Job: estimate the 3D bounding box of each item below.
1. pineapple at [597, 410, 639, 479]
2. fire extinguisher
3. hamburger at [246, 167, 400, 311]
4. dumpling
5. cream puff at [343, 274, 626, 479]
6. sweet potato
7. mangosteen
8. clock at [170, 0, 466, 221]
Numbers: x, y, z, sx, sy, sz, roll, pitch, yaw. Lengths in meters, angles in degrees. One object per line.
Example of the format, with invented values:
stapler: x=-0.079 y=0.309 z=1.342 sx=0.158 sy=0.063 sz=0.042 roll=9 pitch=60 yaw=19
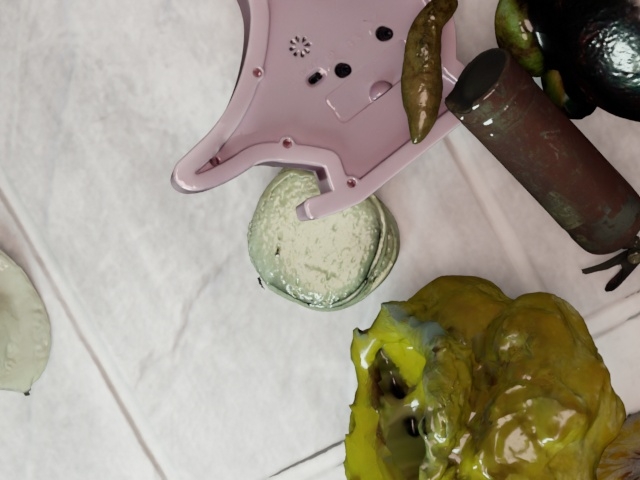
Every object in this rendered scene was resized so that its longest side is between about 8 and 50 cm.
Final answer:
pineapple: x=0.358 y=0.311 z=1.397 sx=0.263 sy=0.262 sz=0.271 roll=-26 pitch=109 yaw=9
fire extinguisher: x=0.210 y=-0.053 z=1.370 sx=0.089 sy=0.072 sz=0.268 roll=-34 pitch=121 yaw=24
hamburger: x=0.000 y=0.000 z=1.440 sx=0.140 sy=0.062 sz=0.133 roll=41 pitch=99 yaw=0
dumpling: x=-0.374 y=0.072 z=1.459 sx=0.216 sy=0.126 sz=0.166 roll=3 pitch=84 yaw=8
cream puff: x=0.121 y=0.149 z=1.345 sx=0.282 sy=0.185 sz=0.281 roll=-15 pitch=57 yaw=25
sweet potato: x=0.091 y=-0.157 z=1.329 sx=0.038 sy=0.041 sz=0.153 roll=5 pitch=77 yaw=38
mangosteen: x=0.262 y=-0.205 z=1.314 sx=0.243 sy=0.243 sz=0.242 roll=1 pitch=99 yaw=5
clock: x=-0.028 y=-0.151 z=1.367 sx=0.290 sy=0.080 sz=0.275 roll=-42 pitch=94 yaw=-10
